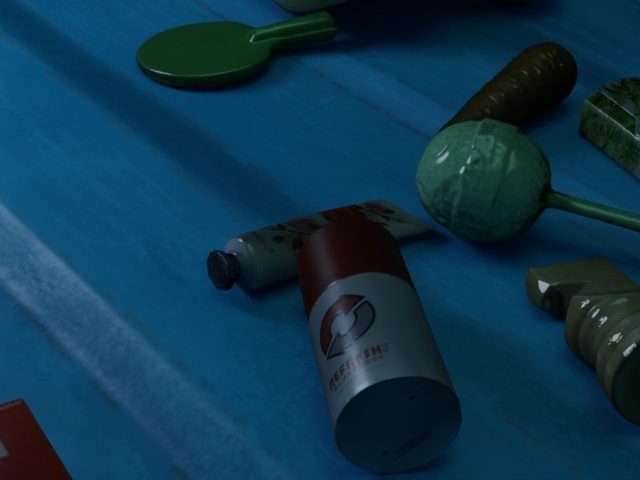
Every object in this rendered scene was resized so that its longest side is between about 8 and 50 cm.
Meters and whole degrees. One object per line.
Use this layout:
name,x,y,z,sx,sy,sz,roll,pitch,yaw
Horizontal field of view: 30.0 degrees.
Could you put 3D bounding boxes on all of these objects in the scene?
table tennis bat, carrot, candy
table tennis bat,-0.099,-0.240,1.471,0.257,0.039,0.160,-16,37,-16
carrot,0.185,-0.137,1.309,0.078,0.078,0.298,25,44,30
candy,0.303,-0.015,1.114,0.439,0.119,0.119,16,36,11

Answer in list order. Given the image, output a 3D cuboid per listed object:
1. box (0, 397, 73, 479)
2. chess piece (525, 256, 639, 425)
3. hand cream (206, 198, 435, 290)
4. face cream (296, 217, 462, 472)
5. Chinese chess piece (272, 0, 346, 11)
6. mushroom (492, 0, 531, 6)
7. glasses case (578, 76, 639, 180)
box,-0.185,0.207,0.721,0.099,0.133,0.182,-19,41,-26
chess piece,0.246,0.068,1.010,0.090,0.090,0.200,-5,24,-11
hand cream,0.000,0.000,1.120,0.234,0.050,0.080,-17,35,-36
face cream,0.040,0.077,0.957,0.095,0.096,0.214,-4,34,-9
Chinese chess piece,0.055,-0.431,1.561,0.338,0.141,0.338,-23,24,10
mushroom,0.254,-0.385,1.614,0.166,0.127,0.166,12,-8,2
glasses case,0.388,-0.084,1.243,0.095,0.062,0.272,-13,37,-22
